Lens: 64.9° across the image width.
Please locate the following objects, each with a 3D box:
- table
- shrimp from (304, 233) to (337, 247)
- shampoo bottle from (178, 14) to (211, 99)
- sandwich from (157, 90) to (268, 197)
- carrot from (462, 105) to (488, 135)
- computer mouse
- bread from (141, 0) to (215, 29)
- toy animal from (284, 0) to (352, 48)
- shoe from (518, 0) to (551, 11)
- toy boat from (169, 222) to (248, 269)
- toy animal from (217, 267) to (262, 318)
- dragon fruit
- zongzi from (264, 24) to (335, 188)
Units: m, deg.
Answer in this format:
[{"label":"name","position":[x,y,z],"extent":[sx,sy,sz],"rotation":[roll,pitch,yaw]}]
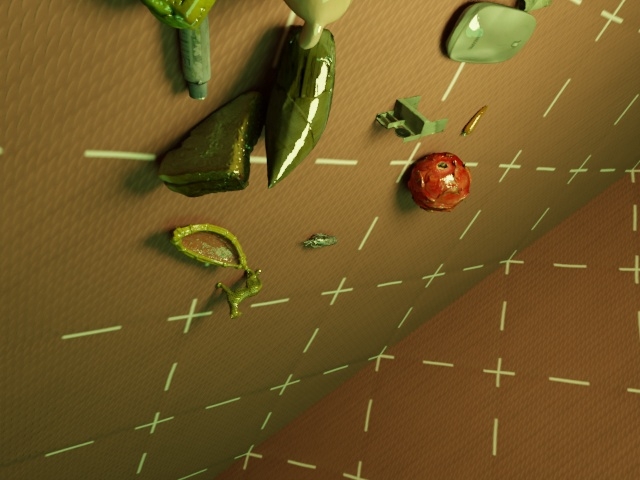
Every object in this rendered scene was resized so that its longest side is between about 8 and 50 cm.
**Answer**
[{"label":"table","position":[0.295,-0.396,1.631],"extent":[0.176,0.146,0.062],"rotation":[-19,142,-27]},{"label":"shrimp","position":[0.000,0.000,1.908],"extent":[0.165,0.065,0.056],"rotation":[2,98,-37]},{"label":"shampoo bottle","position":[-0.285,-0.426,1.145],"extent":[0.072,0.072,0.213],"rotation":[-19,141,-25]},{"label":"sandwich","position":[-0.278,-0.250,1.316],"extent":[0.255,0.288,0.099],"rotation":[-2,149,28]},{"label":"carrot","position":[0.594,-0.459,1.930],"extent":[0.035,0.035,0.142],"rotation":[18,114,-50]},{"label":"computer mouse","position":[0.542,-0.642,1.588],"extent":[0.331,0.094,0.197],"rotation":[-8,148,-27]},{"label":"bread","position":[-0.220,-0.597,0.962],"extent":[0.166,0.112,0.383],"rotation":[31,105,-26]},{"label":"toy animal","position":[0.002,-0.577,1.086],"extent":[0.213,0.256,0.195],"rotation":[-20,144,-6]},{"label":"shoe","position":[0.627,-0.791,1.516],"extent":[0.098,0.103,0.275],"rotation":[-27,148,19]},{"label":"toy boat","position":[-0.350,0.014,1.577],"extent":[0.141,0.099,0.318],"rotation":[-48,142,9]},{"label":"toy animal","position":[-0.269,0.184,1.807],"extent":[0.182,0.136,0.073],"rotation":[-28,144,-15]},{"label":"dragon fruit","position":[0.453,-0.218,1.919],"extent":[0.241,0.241,0.252],"rotation":[-36,131,-3]},{"label":"zongzi","position":[-0.064,-0.334,1.236],"extent":[0.160,0.360,0.322],"rotation":[14,129,5]}]
